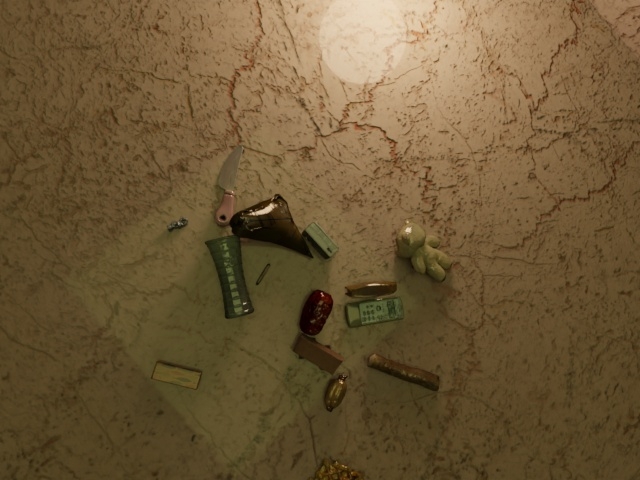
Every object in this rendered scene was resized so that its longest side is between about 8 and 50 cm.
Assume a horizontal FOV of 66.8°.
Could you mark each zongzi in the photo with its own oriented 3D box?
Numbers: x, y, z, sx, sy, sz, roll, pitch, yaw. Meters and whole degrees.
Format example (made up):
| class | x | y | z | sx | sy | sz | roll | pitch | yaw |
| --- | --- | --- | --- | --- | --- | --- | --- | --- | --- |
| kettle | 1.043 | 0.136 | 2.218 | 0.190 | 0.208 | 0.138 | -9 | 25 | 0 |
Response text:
| class | x | y | z | sx | sy | sz | roll | pitch | yaw |
| --- | --- | --- | --- | --- | --- | --- | --- | --- | --- |
| zongzi | -0.179 | -0.008 | 1.822 | 0.260 | 0.123 | 0.289 | -31 | 93 | -45 |

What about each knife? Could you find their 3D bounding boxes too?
| class | x | y | z | sx | sy | sz | roll | pitch | yaw |
| --- | --- | --- | --- | --- | --- | --- | --- | --- | --- |
| knife | -0.363 | -0.219 | 1.909 | 0.081 | 0.043 | 0.336 | 8 | 76 | -1 |

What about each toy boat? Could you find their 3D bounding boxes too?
| class | x | y | z | sx | sy | sz | roll | pitch | yaw |
| --- | --- | --- | --- | --- | --- | --- | --- | --- | --- |
| toy boat | 0.199 | 0.191 | 1.922 | 0.206 | 0.072 | 0.064 | -4 | 100 | 1 |

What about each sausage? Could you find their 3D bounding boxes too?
| class | x | y | z | sx | sy | sz | roll | pitch | yaw |
| --- | --- | --- | --- | --- | --- | --- | --- | --- | --- |
| sausage | -0.223 | 0.132 | 1.892 | 0.015 | 0.015 | 0.100 | 31 | 80 | -4 |

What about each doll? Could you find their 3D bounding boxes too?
| class | x | y | z | sx | sy | sz | roll | pitch | yaw |
| --- | --- | --- | --- | --- | --- | --- | --- | --- | --- |
| doll | 0.407 | 0.054 | 1.959 | 0.278 | 0.175 | 0.149 | 43 | 117 | -10 |

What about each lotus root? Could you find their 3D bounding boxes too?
| class | x | y | z | sx | sy | sz | roll | pitch | yaw |
| --- | --- | --- | --- | --- | --- | --- | --- | --- | --- |
| lotus root | 0.060 | 0.581 | 1.861 | 0.073 | 0.062 | 0.150 | 22 | 78 | 17 |

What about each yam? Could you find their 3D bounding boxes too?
| class | x | y | z | sx | sy | sz | roll | pitch | yaw |
| --- | --- | --- | --- | --- | --- | --- | --- | --- | --- |
| yam | 0.326 | 0.518 | 1.909 | 0.299 | 0.066 | 0.066 | 20 | 81 | -7 |

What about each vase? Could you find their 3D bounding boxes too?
| class | x | y | z | sx | sy | sz | roll | pitch | yaw |
| --- | --- | --- | --- | --- | --- | --- | --- | --- | --- |
| vase | -0.331 | 0.135 | 1.818 | 0.143 | 0.143 | 0.299 | -13 | 89 | -10 |

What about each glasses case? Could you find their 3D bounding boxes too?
| class | x | y | z | sx | sy | sz | roll | pitch | yaw |
| --- | --- | --- | --- | --- | --- | --- | --- | --- | --- |
| glasses case | -0.014 | 0.438 | 1.872 | 0.193 | 0.070 | 0.102 | 32 | 108 | -6 |
| glasses case | -0.530 | 0.499 | 1.791 | 0.170 | 0.041 | 0.065 | 16 | 70 | -6 |

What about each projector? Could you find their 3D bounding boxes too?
| class | x | y | z | sx | sy | sz | roll | pitch | yaw |
| --- | --- | --- | --- | --- | --- | --- | --- | --- | --- |
| projector | 0.000 | 0.000 | 1.891 | 0.061 | 0.115 | 0.147 | -42 | 91 | -13 |

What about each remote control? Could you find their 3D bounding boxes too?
| class | x | y | z | sx | sy | sz | roll | pitch | yaw |
| --- | --- | --- | --- | --- | --- | --- | --- | --- | --- |
| remote control | 0.216 | 0.283 | 1.932 | 0.233 | 0.038 | 0.098 | -7 | 85 | -10 |

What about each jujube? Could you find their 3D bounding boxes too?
| class | x | y | z | sx | sy | sz | roll | pitch | yaw |
| --- | --- | --- | --- | --- | --- | --- | --- | --- | --- |
| jujube | -0.020 | 0.276 | 1.856 | 0.109 | 0.112 | 0.176 | 23 | 87 | 21 |

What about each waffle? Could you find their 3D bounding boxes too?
| class | x | y | z | sx | sy | sz | roll | pitch | yaw |
| --- | --- | --- | --- | --- | --- | --- | --- | --- | --- |
| waffle | 0.053 | 0.962 | 1.825 | 0.243 | 0.059 | 0.238 | 28 | 83 | -2 |

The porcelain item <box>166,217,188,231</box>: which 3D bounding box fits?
| class | x | y | z | sx | sy | sz | roll | pitch | yaw |
| --- | --- | --- | --- | --- | --- | --- | --- | --- | --- |
| porcelain item | -0.546 | -0.062 | 1.858 | 0.083 | 0.028 | 0.036 | -28 | 86 | -12 |
